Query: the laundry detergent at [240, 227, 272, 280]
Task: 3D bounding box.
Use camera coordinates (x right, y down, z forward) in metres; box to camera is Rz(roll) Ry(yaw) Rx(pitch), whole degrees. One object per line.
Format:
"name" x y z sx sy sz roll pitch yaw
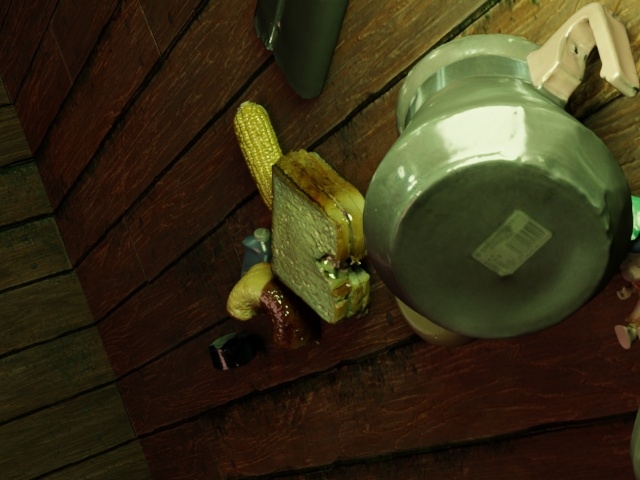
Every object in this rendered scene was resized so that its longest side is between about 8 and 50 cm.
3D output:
"laundry detergent" -0.129 0.055 2.409 0.096 0.061 0.206 44 142 40

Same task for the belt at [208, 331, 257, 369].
"belt" -0.201 0.256 2.602 0.140 0.105 0.058 -48 -52 -70

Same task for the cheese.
"cheese" 0.201 0.087 1.794 0.202 0.091 0.175 23 126 53

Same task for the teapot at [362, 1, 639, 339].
"teapot" 0.227 -0.106 1.362 0.376 0.305 0.361 -47 21 28

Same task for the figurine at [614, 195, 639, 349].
"figurine" 0.397 0.029 1.394 0.111 0.102 0.195 3 113 57

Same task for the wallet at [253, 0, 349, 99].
"wallet" -0.024 -0.451 1.895 0.228 0.062 0.406 56 149 26

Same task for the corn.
"corn" -0.111 -0.163 2.222 0.080 0.080 0.238 -30 79 62

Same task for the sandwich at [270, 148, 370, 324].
"sandwich" 0.001 -0.001 2.100 0.249 0.095 0.273 43 143 42

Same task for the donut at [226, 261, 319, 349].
"donut" -0.106 0.131 2.328 0.217 0.085 0.141 24 125 29

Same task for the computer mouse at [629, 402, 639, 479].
"computer mouse" 0.484 0.213 1.347 0.197 0.095 0.331 26 126 27
